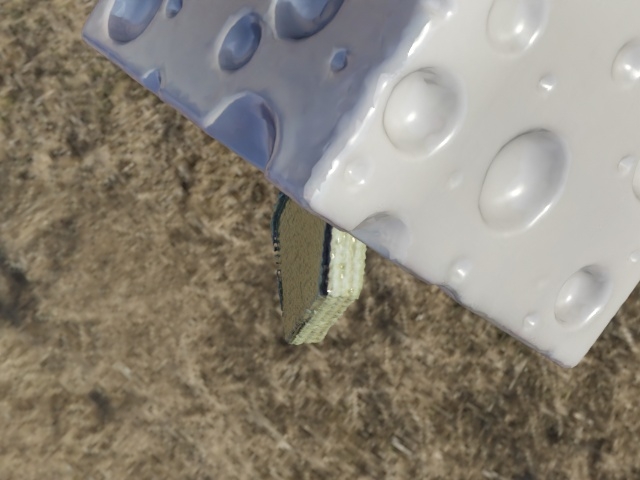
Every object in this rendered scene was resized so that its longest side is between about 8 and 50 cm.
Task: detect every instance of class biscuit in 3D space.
[{"bbox_3d":[0.000,0.000,1.018,0.252,0.052,0.150,119,144,-66],"label":"biscuit"}]

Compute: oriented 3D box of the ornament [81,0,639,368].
[{"bbox_3d":[0.067,-0.117,0.564,0.239,0.240,0.240,30,-174,-44],"label":"ornament"}]
